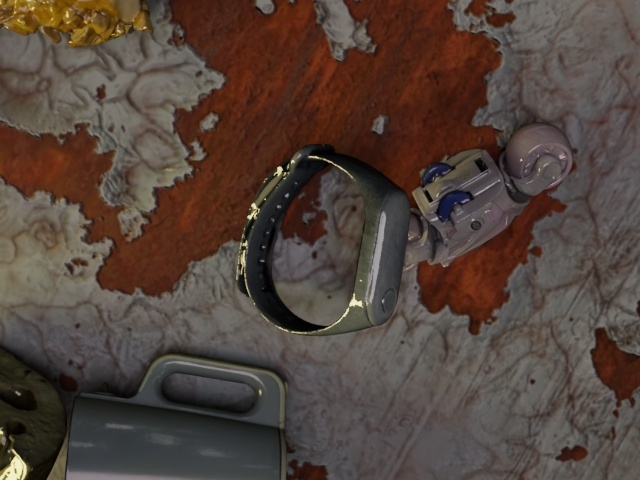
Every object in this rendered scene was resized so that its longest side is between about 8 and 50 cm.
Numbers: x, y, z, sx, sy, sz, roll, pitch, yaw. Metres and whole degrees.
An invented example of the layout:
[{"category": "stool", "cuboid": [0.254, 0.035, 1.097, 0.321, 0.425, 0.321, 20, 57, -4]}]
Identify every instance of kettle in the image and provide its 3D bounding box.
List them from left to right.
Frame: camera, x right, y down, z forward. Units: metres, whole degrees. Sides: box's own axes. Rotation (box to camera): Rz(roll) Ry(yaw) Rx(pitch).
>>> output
[{"category": "kettle", "cuboid": [-0.160, 0.233, 1.349, 0.243, 0.160, 0.210, 3, 73, -8]}]

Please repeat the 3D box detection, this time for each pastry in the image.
[{"category": "pastry", "cuboid": [-0.283, -0.265, 1.222, 0.250, 0.102, 0.154, 18, 124, -6]}]

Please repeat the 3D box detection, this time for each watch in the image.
[{"category": "watch", "cuboid": [0.000, 0.000, 1.286, 0.193, 0.068, 0.206, 11, 99, 33]}]

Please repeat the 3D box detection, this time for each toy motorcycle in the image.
[{"category": "toy motorcycle", "cuboid": [0.164, -0.037, 1.314, 0.254, 0.112, 0.112, -30, 101, 6]}]

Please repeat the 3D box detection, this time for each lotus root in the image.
[{"category": "lotus root", "cuboid": [-0.371, 0.203, 1.309, 0.235, 0.138, 0.119, 38, 119, 26]}]
